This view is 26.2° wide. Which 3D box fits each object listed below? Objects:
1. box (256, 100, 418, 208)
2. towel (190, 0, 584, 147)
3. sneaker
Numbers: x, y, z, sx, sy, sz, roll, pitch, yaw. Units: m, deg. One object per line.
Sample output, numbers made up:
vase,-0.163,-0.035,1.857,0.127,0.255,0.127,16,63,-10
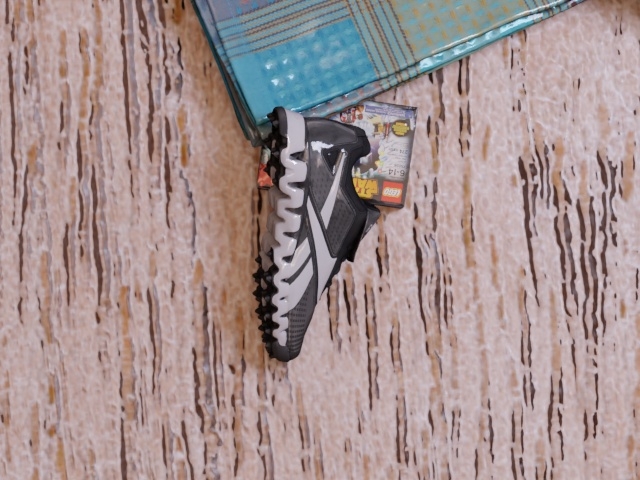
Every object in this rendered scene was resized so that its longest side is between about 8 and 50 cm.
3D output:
box,0.015,-0.084,1.250,0.137,0.027,0.094,7,89,-1
towel,0.054,-0.277,1.237,0.370,0.040,0.271,-23,85,-5
sneaker,0.000,0.000,1.203,0.106,0.078,0.234,1,109,-13
